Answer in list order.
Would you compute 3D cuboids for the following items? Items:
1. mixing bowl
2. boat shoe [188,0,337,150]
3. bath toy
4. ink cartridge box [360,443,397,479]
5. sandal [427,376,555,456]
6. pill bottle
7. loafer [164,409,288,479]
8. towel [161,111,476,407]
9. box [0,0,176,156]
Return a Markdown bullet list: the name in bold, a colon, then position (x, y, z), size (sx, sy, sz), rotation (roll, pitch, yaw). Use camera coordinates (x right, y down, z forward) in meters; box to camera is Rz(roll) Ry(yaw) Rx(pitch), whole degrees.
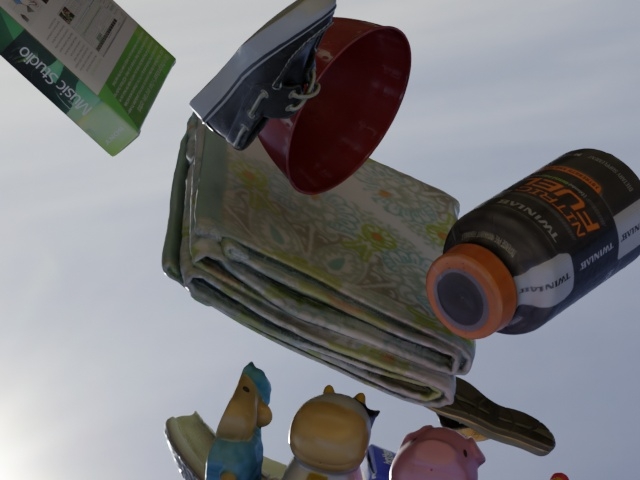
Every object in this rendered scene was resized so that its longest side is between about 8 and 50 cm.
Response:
- **mixing bowl**: position (-0.006, -0.146, 1.821), size (0.098, 0.181, 0.181), rotation (34, -144, 25)
- **boat shoe**: position (-0.033, -0.140, 1.574), size (0.078, 0.070, 0.219), rotation (-42, -178, -32)
- **bath toy**: position (0.080, 0.215, 1.681), size (0.348, 0.151, 0.129), rotation (17, -129, 7)
- **ink cartridge box**: position (0.129, 0.420, 2.237), size (0.395, 0.270, 0.151), rotation (22, -173, -2)
- **sandal**: position (0.206, 0.241, 2.542), size (0.219, 0.060, 0.090), rotation (24, -154, -1)
- **pill bottle**: position (0.206, 0.009, 1.831), size (0.130, 0.130, 0.245), rotation (7, -154, 40)
- **loafer**: position (-0.050, 0.256, 1.870), size (0.092, 0.102, 0.268), rotation (-39, -118, -18)
- **towel**: position (0.000, 0.000, 1.960), size (0.320, 0.090, 0.374), rotation (26, -153, -14)
- **box**: position (-0.337, -0.275, 2.409), size (0.058, 0.322, 0.232), rotation (-41, -165, 27)
